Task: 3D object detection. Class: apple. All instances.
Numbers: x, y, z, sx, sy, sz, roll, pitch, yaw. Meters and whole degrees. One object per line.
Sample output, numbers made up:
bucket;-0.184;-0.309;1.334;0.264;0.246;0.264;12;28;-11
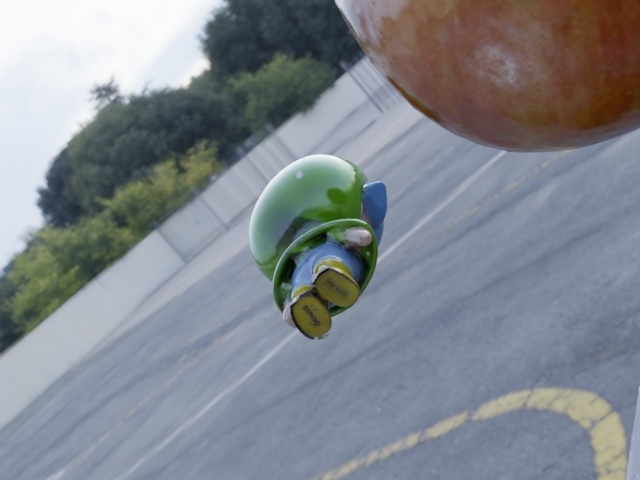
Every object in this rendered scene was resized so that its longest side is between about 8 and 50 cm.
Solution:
apple;0.140;-0.195;0.638;0.301;0.301;0.301;-40;6;5

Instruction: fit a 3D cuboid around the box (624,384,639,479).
box;0.377;0.198;0.753;0.252;0.188;0.153;113;171;-78

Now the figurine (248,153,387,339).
figurine;0.000;0.000;1.007;0.162;0.143;0.263;-53;16;20
